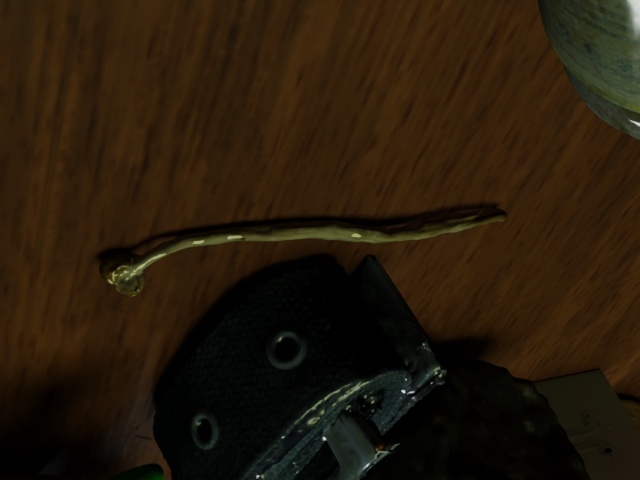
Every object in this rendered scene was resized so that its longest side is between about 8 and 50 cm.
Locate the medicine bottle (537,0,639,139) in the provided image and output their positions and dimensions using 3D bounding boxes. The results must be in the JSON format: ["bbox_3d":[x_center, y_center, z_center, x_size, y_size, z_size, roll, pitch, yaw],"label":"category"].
[{"bbox_3d":[0.144,-0.169,0.447,0.151,0.151,0.322,-29,150,2],"label":"medicine bottle"}]

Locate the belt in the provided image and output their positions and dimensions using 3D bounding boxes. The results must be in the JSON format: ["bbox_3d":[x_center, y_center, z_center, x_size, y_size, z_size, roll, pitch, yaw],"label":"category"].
[{"bbox_3d":[-0.023,0.125,0.793,0.122,0.128,0.218,-7,147,-41],"label":"belt"}]

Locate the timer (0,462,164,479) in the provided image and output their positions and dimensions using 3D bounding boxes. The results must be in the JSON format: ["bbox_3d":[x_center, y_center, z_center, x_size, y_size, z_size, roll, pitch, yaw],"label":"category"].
[{"bbox_3d":[-0.167,0.241,0.754,0.285,0.285,0.285,-20,149,-12],"label":"timer"}]

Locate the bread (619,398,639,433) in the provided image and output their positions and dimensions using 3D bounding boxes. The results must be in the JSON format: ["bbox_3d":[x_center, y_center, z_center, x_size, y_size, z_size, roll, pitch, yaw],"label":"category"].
[{"bbox_3d":[0.390,0.245,1.285,0.264,0.167,0.163,-12,147,-30],"label":"bread"}]

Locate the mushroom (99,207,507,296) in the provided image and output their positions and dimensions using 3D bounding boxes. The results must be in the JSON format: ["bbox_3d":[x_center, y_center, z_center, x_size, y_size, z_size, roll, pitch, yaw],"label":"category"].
[{"bbox_3d":[0.003,-0.002,0.729,0.286,0.026,0.028,-10,162,-30],"label":"mushroom"}]

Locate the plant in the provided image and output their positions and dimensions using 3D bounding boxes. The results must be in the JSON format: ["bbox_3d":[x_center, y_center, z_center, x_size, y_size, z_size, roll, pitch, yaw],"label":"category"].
[{"bbox_3d":[0.069,0.229,0.964,0.276,0.199,0.188,-43,152,28],"label":"plant"}]

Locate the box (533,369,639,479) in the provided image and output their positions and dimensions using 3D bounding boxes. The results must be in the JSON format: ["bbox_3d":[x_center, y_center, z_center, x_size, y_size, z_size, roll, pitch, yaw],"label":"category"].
[{"bbox_3d":[0.229,0.193,1.099,0.129,0.130,0.051,-7,146,-31],"label":"box"}]
